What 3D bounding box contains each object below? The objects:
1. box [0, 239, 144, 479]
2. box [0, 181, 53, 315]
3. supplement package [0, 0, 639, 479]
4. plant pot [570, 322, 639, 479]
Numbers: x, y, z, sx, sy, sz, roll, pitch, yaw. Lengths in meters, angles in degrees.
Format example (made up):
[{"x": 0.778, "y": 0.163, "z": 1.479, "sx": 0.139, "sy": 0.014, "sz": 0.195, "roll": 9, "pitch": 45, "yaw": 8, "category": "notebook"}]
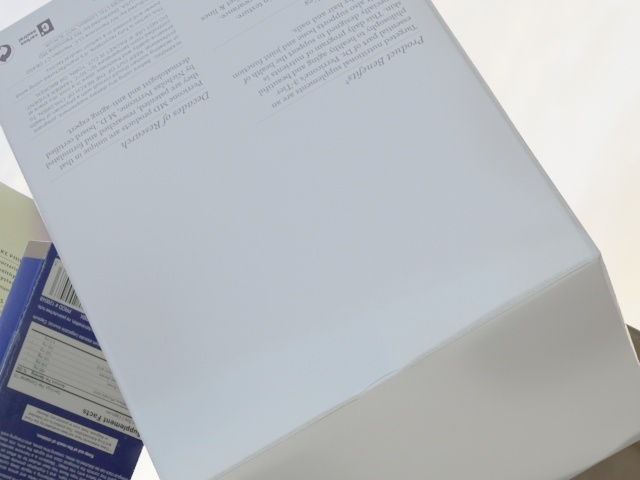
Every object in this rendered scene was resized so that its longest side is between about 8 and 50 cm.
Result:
[{"x": -0.183, "y": 0.128, "z": 1.206, "sx": 0.136, "sy": 0.036, "sz": 0.225, "roll": 29, "pitch": -106, "yaw": -38, "category": "box"}, {"x": -0.294, "y": 0.078, "z": 1.514, "sx": 0.214, "sy": 0.243, "sz": 0.117, "roll": 29, "pitch": -52, "yaw": -31, "category": "box"}, {"x": 0.000, "y": 0.000, "z": 0.818, "sx": 0.199, "sy": 0.262, "sz": 0.198, "roll": -30, "pitch": -32, "yaw": 2, "category": "supplement package"}, {"x": 0.084, "y": 0.231, "z": 1.035, "sx": 0.280, "sy": 0.323, "sz": 0.323, "roll": -54, "pitch": -24, "yaw": -41, "category": "plant pot"}]
